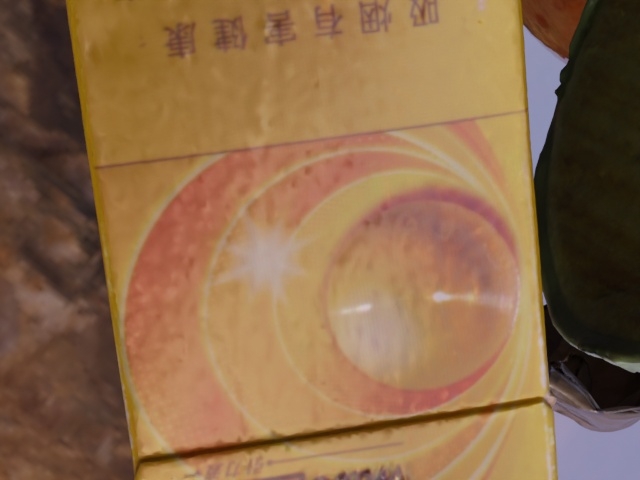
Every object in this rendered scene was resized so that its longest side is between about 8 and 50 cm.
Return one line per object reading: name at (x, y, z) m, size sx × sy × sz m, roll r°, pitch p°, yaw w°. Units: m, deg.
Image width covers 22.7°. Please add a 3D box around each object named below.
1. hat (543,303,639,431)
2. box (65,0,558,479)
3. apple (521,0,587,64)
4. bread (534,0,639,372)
hat at (0.187, 0.104, 1.219) m, size 0.175 × 0.085 × 0.147 m, roll -34°, pitch -166°, yaw 50°
box at (0.000, 0.000, 0.552) m, size 0.152 × 0.269 × 0.043 m, roll -7°, pitch -165°, yaw -6°
apple at (0.294, -0.278, 1.033) m, size 0.400 × 0.400 × 0.333 m, roll -54°, pitch -166°, yaw -8°
bread at (0.188, -0.075, 0.638) m, size 0.301 × 0.045 × 0.301 m, roll -45°, pitch -147°, yaw 40°
